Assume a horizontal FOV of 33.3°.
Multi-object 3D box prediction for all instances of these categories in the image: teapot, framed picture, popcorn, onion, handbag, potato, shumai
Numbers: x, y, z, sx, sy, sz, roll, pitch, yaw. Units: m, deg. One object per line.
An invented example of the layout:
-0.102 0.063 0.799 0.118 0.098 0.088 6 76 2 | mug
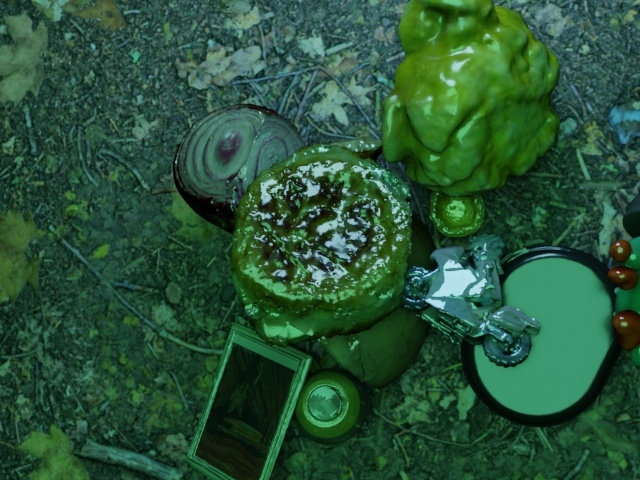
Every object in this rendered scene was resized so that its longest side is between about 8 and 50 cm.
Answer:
0.011 0.271 1.838 0.130 0.119 0.166 -26 72 2 | teapot
-0.132 0.297 1.859 0.216 0.016 0.273 17 87 44 | framed picture
0.246 -0.239 1.744 0.293 0.292 0.334 0 80 8 | popcorn
-0.132 -0.111 1.864 0.207 0.206 0.216 15 74 41 | onion
0.372 0.156 1.790 0.253 0.093 0.308 27 90 14 | handbag
0.113 0.094 1.788 0.264 0.211 0.189 -45 70 3 | potato
0.049 -0.122 1.852 0.139 0.105 0.123 7 78 -10 | shumai

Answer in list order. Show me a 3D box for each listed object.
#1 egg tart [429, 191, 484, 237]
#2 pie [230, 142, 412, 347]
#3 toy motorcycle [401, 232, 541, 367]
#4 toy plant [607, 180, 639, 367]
0.238 -0.055 1.862 0.105 0.039 0.105 -1 85 11 | egg tart
0.000 0.000 1.697 0.288 0.103 0.355 7 69 4 | pie
0.260 0.074 1.725 0.239 0.108 0.204 37 69 3 | toy motorcycle
0.565 0.014 1.697 0.185 0.279 0.400 16 72 17 | toy plant
